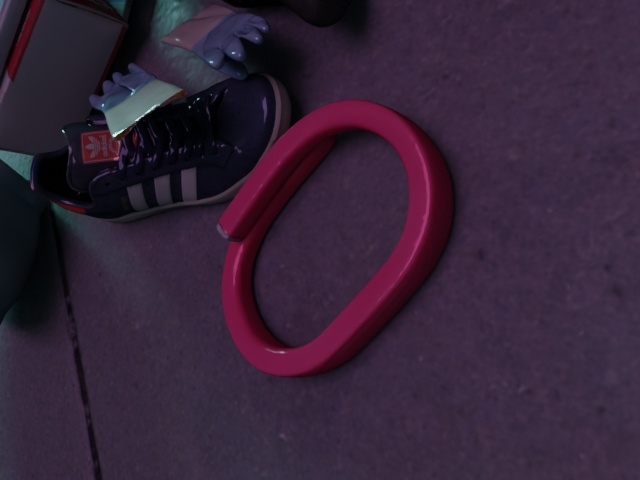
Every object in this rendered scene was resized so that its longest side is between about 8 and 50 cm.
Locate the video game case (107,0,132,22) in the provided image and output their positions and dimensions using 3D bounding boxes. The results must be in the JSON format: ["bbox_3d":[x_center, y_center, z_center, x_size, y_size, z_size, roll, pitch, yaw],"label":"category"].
[{"bbox_3d":[-0.289,-0.339,0.995,0.087,0.011,0.122,14,92,39],"label":"video game case"}]

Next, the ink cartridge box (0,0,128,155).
[{"bbox_3d":[-0.421,-0.291,1.006,0.306,0.131,0.226,50,119,35],"label":"ink cartridge box"}]

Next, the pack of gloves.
[{"bbox_3d":[-0.152,-0.178,0.782,0.195,0.046,0.232,-38,32,-7],"label":"pack of gloves"}]

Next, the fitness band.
[{"bbox_3d":[0.000,0.000,0.699,0.291,0.054,0.209,-51,56,22],"label":"fitness band"}]

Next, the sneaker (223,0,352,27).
[{"bbox_3d":[-0.058,-0.297,0.776,0.130,0.109,0.286,-53,46,26],"label":"sneaker"}]

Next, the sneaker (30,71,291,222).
[{"bbox_3d":[-0.196,-0.101,0.809,0.350,0.148,0.131,-20,70,34],"label":"sneaker"}]

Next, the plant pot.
[{"bbox_3d":[-0.508,-0.037,0.987,0.293,0.293,0.196,24,71,38],"label":"plant pot"}]

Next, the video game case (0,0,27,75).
[{"bbox_3d":[-0.431,-0.301,0.912,0.193,0.023,0.212,45,115,35],"label":"video game case"}]
